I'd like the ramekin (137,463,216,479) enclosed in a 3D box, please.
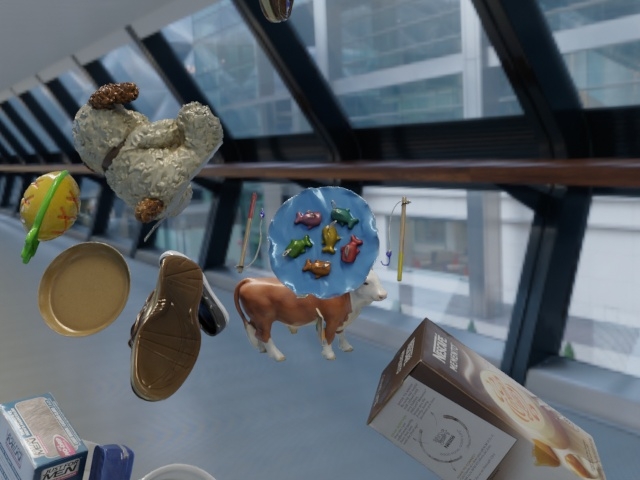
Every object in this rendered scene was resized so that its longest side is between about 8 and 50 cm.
[{"bbox_3d":[-0.329,0.623,1.538,0.277,0.277,0.135,-9,-14,-47],"label":"ramekin"}]

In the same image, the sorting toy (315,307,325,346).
[{"bbox_3d":[0.000,0.161,1.389,0.012,0.061,0.083,-4,11,-7],"label":"sorting toy"}]

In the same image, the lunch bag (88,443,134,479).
[{"bbox_3d":[-0.375,0.420,1.315,0.065,0.098,0.067,13,-5,-33],"label":"lunch bag"}]

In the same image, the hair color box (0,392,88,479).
[{"bbox_3d":[-0.546,0.484,1.383,0.105,0.347,0.174,-8,36,-43],"label":"hair color box"}]

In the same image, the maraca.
[{"bbox_3d":[-0.501,-0.045,1.331,0.099,0.185,0.127,22,-22,-8],"label":"maraca"}]

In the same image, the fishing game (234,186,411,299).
[{"bbox_3d":[0.000,0.000,1.126,0.264,0.189,0.041,6,-15,14],"label":"fishing game"}]

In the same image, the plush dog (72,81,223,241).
[{"bbox_3d":[-0.330,-0.147,1.261,0.262,0.225,0.210,-52,0,43],"label":"plush dog"}]

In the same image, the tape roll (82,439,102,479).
[{"bbox_3d":[-0.682,0.528,1.691,0.393,0.071,0.392,-3,-29,-1],"label":"tape roll"}]

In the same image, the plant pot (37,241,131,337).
[{"bbox_3d":[-0.559,0.119,1.740,0.237,0.236,0.032,-2,-20,9],"label":"plant pot"}]

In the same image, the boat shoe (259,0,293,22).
[{"bbox_3d":[-0.055,-0.512,1.262,0.095,0.257,0.095,6,16,20],"label":"boat shoe"}]

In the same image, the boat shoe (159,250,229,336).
[{"bbox_3d":[-0.299,0.127,1.678,0.080,0.228,0.076,-29,12,20],"label":"boat shoe"}]

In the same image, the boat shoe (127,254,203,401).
[{"bbox_3d":[-0.310,0.183,1.423,0.123,0.123,0.341,23,39,-22],"label":"boat shoe"}]

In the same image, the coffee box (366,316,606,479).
[{"bbox_3d":[0.186,0.214,0.817,0.247,0.098,0.141,36,17,1],"label":"coffee box"}]

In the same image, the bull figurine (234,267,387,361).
[{"bbox_3d":[-0.017,0.141,1.460,0.311,0.188,0.101,-1,9,11],"label":"bull figurine"}]
